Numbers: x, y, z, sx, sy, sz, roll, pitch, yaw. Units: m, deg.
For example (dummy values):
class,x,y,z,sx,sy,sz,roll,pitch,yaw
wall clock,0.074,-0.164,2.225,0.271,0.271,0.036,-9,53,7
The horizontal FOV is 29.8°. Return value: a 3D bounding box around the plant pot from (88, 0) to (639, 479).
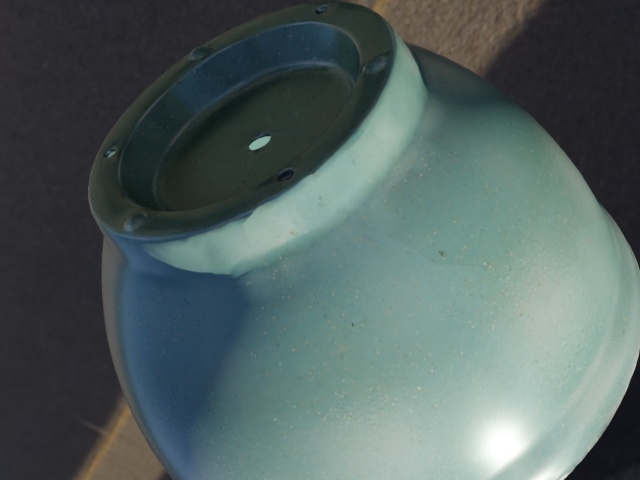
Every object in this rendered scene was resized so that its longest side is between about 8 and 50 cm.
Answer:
class,x,y,z,sx,sy,sz,roll,pitch,yaw
plant pot,0.000,0.000,0.642,0.293,0.293,0.196,-3,135,35
